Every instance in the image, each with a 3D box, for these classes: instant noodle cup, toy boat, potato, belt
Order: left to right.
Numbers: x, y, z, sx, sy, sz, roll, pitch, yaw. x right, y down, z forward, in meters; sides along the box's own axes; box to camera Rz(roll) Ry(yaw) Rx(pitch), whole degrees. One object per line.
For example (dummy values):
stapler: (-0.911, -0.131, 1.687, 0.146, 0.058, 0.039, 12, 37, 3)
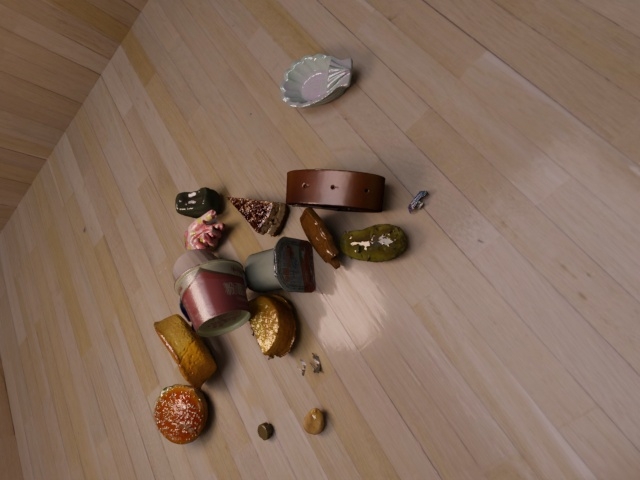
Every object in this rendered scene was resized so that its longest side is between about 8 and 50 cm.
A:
instant noodle cup: (-0.339, 0.195, 1.381, 0.235, 0.235, 0.178, -38, 62, 22)
potato: (-0.020, 0.575, 1.342, 0.068, 0.062, 0.083, 15, 122, 8)
toy boat: (-0.007, -0.560, 1.507, 0.291, 0.100, 0.199, 2, 83, 34)
belt: (0.038, -0.159, 1.342, 0.339, 0.217, 0.122, 6, 91, 30)
potato: (0.158, 0.009, 1.305, 0.226, 0.090, 0.117, -4, 79, 32)
toy boat: (0.295, -0.115, 1.273, 0.038, 0.038, 0.083, 45, 106, 30)

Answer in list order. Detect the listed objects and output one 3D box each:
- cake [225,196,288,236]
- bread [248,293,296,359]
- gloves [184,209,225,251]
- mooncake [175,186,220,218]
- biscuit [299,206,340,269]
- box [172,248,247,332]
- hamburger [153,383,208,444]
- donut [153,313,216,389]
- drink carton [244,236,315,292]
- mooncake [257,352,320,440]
cake: (-0.229, -0.133, 1.575, 0.246, 0.112, 0.135, 45, 103, 34)
bread: (-0.163, 0.276, 1.437, 0.139, 0.143, 0.228, -42, 61, 20)
gloves: (-0.454, -0.026, 1.699, 0.242, 0.126, 0.145, -10, 52, 35)
mooncake: (-0.500, -0.155, 1.721, 0.168, 0.175, 0.104, 146, 120, -72)
biscuit: (-0.002, 0.001, 1.376, 0.034, 0.182, 0.215, -30, 84, -16)
box: (-0.448, 0.173, 1.612, 0.206, 0.263, 0.290, 40, 114, 44)
hamburger: (-0.530, 0.661, 1.611, 0.237, 0.147, 0.236, -4, 82, 31)
donut: (-0.496, 0.405, 1.577, 0.110, 0.302, 0.303, -34, 58, -17)
drink carton: (-0.150, 0.092, 1.445, 0.190, 0.191, 0.185, -10, 78, 38)
mooncake: (-0.116, 0.530, 1.416, 0.347, 0.057, 0.150, -41, 75, 18)
